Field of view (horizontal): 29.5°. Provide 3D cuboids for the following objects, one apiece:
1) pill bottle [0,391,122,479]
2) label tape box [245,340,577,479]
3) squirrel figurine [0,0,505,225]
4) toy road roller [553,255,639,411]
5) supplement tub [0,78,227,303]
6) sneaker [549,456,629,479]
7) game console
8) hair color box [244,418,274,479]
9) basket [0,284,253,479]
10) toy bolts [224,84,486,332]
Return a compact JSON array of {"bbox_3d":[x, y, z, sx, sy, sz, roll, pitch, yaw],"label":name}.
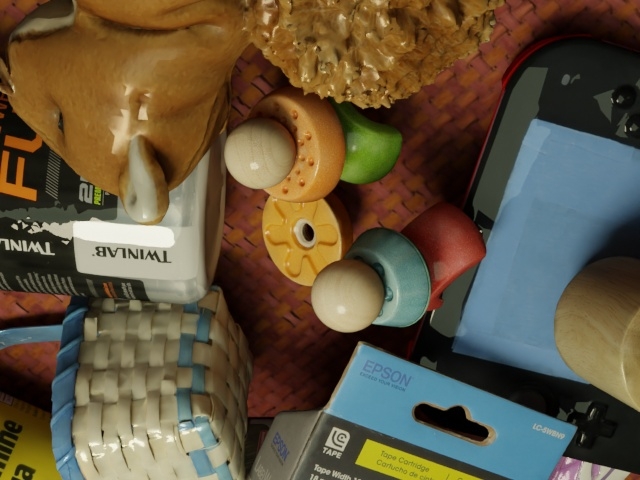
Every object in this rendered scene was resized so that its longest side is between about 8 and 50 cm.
[{"bbox_3d":[-0.362,0.252,1.280,0.334,0.188,0.188,26,121,-12],"label":"pill bottle"},{"bbox_3d":[0.052,0.264,1.138,0.241,0.106,0.333,23,97,-19],"label":"label tape box"},{"bbox_3d":[-0.062,-0.192,0.834,0.397,0.281,0.370,10,116,2],"label":"squirrel figurine"},{"bbox_3d":[0.382,0.035,1.009,0.330,0.202,0.240,10,96,-15],"label":"toy road roller"},{"bbox_3d":[-0.249,-0.048,1.079,0.316,0.193,0.193,3,123,1],"label":"supplement tub"},{"bbox_3d":[0.257,0.177,1.250,0.161,0.102,0.282,40,106,-15],"label":"sneaker"},{"bbox_3d":[0.282,0.027,1.116,0.342,0.060,0.386,16,108,-5],"label":"game console"},{"bbox_3d":[-0.075,0.399,1.355,0.114,0.185,0.374,0,122,5],"label":"hair color box"},{"bbox_3d":[-0.215,0.169,1.158,0.289,0.254,0.201,-5,134,7],"label":"basket"},{"bbox_3d":[0.000,0.000,1.057,0.228,0.158,0.218,47,131,21],"label":"toy bolts"}]
